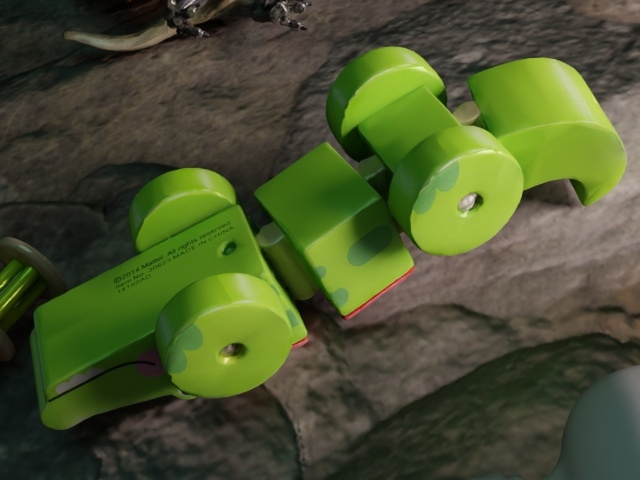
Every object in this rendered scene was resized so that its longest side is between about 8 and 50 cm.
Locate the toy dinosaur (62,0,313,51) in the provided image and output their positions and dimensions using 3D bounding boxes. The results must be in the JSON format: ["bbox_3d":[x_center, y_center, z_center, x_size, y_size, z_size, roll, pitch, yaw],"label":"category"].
[{"bbox_3d":[-0.072,-0.188,0.764,0.268,0.064,0.118,-24,29,-1],"label":"toy dinosaur"}]

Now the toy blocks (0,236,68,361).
[{"bbox_3d":[-0.239,0.060,0.587,0.123,0.054,0.148,14,54,33],"label":"toy blocks"}]

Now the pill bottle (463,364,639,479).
[{"bbox_3d":[0.177,0.099,0.314,0.264,0.146,0.146,-13,44,8],"label":"pill bottle"}]

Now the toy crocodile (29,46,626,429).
[{"bbox_3d":[0.000,0.000,0.529,0.340,0.105,0.115,-30,44,-2],"label":"toy crocodile"}]

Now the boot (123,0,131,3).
[{"bbox_3d":[-0.124,-0.295,0.793,0.295,0.104,0.211,18,91,55],"label":"boot"}]
